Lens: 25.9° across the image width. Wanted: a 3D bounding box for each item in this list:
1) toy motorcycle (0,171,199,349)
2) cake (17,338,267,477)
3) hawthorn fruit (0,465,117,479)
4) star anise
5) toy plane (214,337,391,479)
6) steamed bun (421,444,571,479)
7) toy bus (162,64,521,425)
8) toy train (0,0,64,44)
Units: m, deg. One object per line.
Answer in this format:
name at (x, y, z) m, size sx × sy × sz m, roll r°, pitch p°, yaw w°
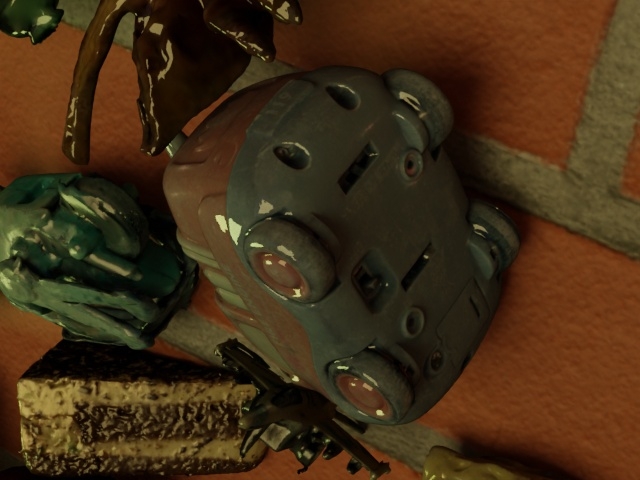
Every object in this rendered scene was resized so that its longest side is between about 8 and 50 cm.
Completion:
toy motorcycle at (-0.239, 0.018, 1.343) m, size 0.260 × 0.154 × 0.206 m, roll 3°, pitch 133°, yaw 38°
cake at (-0.185, 0.181, 1.369) m, size 0.246 × 0.135 × 0.112 m, roll 11°, pitch 112°, yaw 28°
hawthorn fruit at (-0.274, 0.371, 1.415) m, size 0.316 × 0.316 × 0.316 m, roll 12°, pitch 115°, yaw 28°
star anise at (-0.091, -0.215, 1.105) m, size 0.109 × 0.292 × 0.349 m, roll 33°, pitch 140°, yaw -31°
toy plane at (-0.033, 0.152, 1.196) m, size 0.192 × 0.262 × 0.088 m, roll 38°, pitch 107°, yaw 13°
steamed bun at (0.238, 0.362, 1.156) m, size 0.428 × 0.189 × 0.247 m, roll 24°, pitch 127°, yaw 21°
toy bus at (0.000, 0.000, 1.123) m, size 0.232 × 0.197 × 0.294 m, roll 7°, pitch 140°, yaw 45°
toy train at (-0.264, -0.342, 1.195) m, size 0.369 × 0.150 × 0.237 m, roll -47°, pitch 54°, yaw 23°
